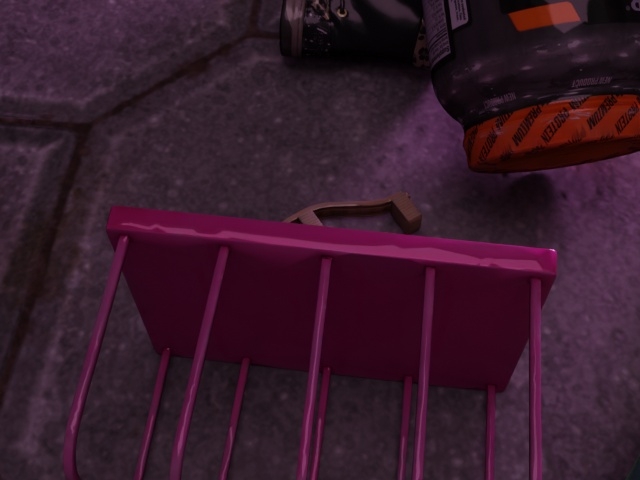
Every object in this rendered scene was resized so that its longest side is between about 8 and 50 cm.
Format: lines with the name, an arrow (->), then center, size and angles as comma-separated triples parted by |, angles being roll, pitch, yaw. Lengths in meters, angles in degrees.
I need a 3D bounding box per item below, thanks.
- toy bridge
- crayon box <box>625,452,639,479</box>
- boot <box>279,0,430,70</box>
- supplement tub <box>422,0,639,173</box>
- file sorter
toy bridge -> 0.000, 0.000, 0.794 | 0.188, 0.026, 0.063 | -27, 61, -16
crayon box -> 0.324, 0.229, 0.565 | 0.278, 0.081, 0.165 | 20, 58, 37
boot -> 0.064, -0.277, 0.934 | 0.178, 0.085, 0.237 | 11, 65, 5
supplement tub -> 0.188, -0.238, 0.782 | 0.207, 0.207, 0.338 | -7, 86, -4
file sorter -> -0.004, 0.118, 0.619 | 0.290, 0.202, 0.182 | 6, 60, 4
